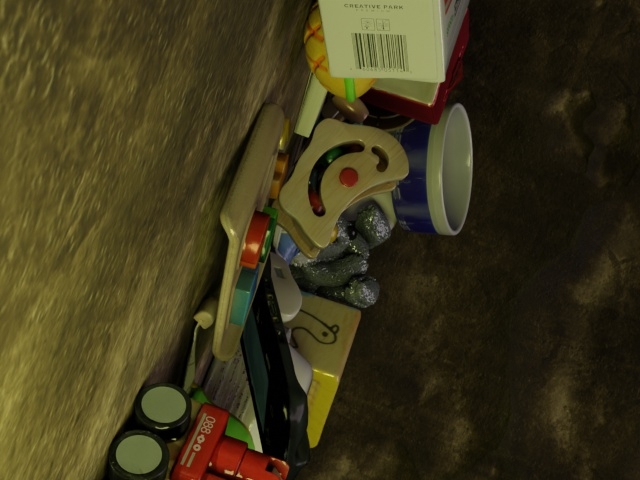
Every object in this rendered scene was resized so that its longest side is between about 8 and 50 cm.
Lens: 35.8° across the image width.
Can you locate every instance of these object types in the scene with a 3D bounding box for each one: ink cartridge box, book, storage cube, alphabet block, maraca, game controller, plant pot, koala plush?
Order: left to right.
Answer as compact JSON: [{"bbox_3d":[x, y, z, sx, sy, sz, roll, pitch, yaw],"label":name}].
[{"bbox_3d":[-0.069,0.145,1.239,0.319,0.067,0.166,-109,-168,-49],"label":"game controller"},{"bbox_3d":[-0.053,0.224,1.804,0.197,0.193,0.193,-68,174,-54],"label":"alphabet block"},{"bbox_3d":[0.000,0.000,1.830,0.221,0.203,0.196,53,44,-61],"label":"koala plush"},{"bbox_3d":[0.003,-0.234,1.460,0.096,0.035,0.144,-67,176,-62],"label":"book"},{"bbox_3d":[0.027,-0.260,1.201,0.127,0.099,0.185,-98,-179,-75],"label":"maraca"},{"bbox_3d":[0.121,-0.320,1.917,0.165,0.167,0.167,-82,-173,-57],"label":"plant pot"},{"bbox_3d":[0.141,-0.324,1.701,0.193,0.215,0.183,11,99,-81],"label":"storage cube"},{"bbox_3d":[0.093,-0.369,1.050,0.271,0.130,0.309,79,23,-43],"label":"ink cartridge box"}]

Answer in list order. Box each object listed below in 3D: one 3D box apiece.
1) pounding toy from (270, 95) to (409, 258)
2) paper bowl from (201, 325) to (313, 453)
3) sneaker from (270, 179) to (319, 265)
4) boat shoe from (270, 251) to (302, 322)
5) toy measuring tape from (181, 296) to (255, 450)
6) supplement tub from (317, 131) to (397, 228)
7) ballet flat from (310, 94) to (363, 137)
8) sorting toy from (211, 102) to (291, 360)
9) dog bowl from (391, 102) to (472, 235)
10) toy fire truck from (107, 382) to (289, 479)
[{"bbox_3d":[0.032,-0.091,1.523,0.269,0.154,0.155,-61,-176,-19],"label":"pounding toy"},{"bbox_3d":[-0.106,0.264,1.539,0.284,0.148,0.284,18,90,-86],"label":"paper bowl"},{"bbox_3d":[-0.030,-0.027,1.655,0.080,0.081,0.211,107,5,-56],"label":"sneaker"},{"bbox_3d":[-0.076,0.080,1.464,0.063,0.066,0.184,-64,-154,20],"label":"boat shoe"},{"bbox_3d":[-0.126,0.219,1.220,0.121,0.121,0.330,-66,174,-57],"label":"toy measuring tape"},{"bbox_3d":[0.095,-0.148,2.061,0.191,0.191,0.272,105,5,-48],"label":"supplement tub"},{"bbox_3d":[0.033,-0.208,1.716,0.247,0.083,0.087,-67,161,-69],"label":"ballet flat"},{"bbox_3d":[-0.064,-0.040,1.149,0.229,0.041,0.307,99,5,-45],"label":"sorting toy"},{"bbox_3d":[0.227,-0.144,1.988,0.265,0.104,0.264,3,90,-68],"label":"dog bowl"},{"bbox_3d":[-0.095,0.287,0.952,0.217,0.246,0.158,-67,175,-47],"label":"toy fire truck"}]
